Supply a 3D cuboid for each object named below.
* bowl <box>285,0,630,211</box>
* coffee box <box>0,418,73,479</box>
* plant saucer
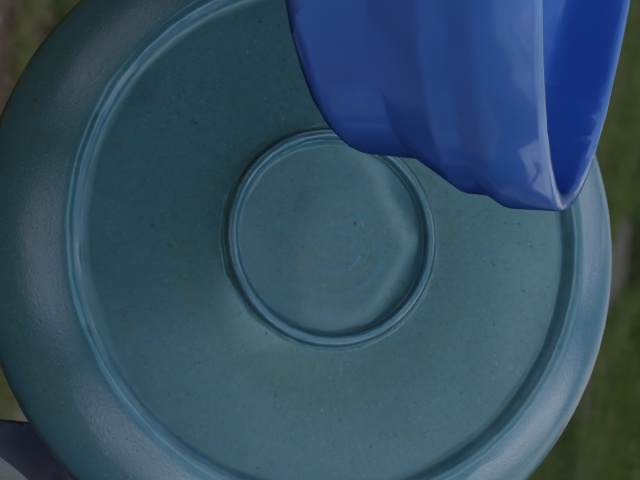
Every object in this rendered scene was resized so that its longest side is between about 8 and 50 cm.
[{"bbox_3d":[0.062,-0.207,0.612,0.391,0.077,0.391,8,90,-78],"label":"bowl"},{"bbox_3d":[-0.202,0.183,1.013,0.297,0.119,0.168,15,52,-58],"label":"coffee box"},{"bbox_3d":[0.000,0.000,0.940,0.044,0.318,0.317,160,-61,-72],"label":"plant saucer"}]
